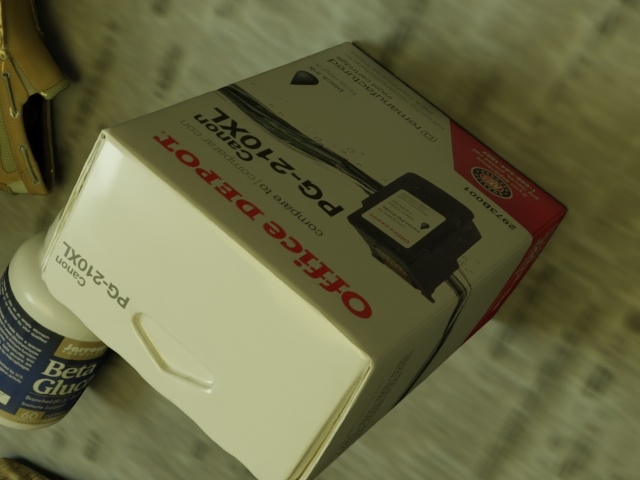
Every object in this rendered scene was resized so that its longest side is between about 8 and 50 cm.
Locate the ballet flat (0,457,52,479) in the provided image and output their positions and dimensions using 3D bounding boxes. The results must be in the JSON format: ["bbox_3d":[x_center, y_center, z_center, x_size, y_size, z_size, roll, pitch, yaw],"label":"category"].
[{"bbox_3d":[-0.203,0.228,0.991,0.206,0.067,0.073,9,112,29],"label":"ballet flat"}]

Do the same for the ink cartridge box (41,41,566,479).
[{"bbox_3d":[0.000,0.000,0.669,0.172,0.237,0.100,39,124,14],"label":"ink cartridge box"}]

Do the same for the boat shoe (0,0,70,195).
[{"bbox_3d":[-0.206,-0.118,0.872,0.072,0.068,0.190,14,125,14],"label":"boat shoe"}]

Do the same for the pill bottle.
[{"bbox_3d":[-0.187,0.052,0.897,0.094,0.094,0.169,45,125,11],"label":"pill bottle"}]
